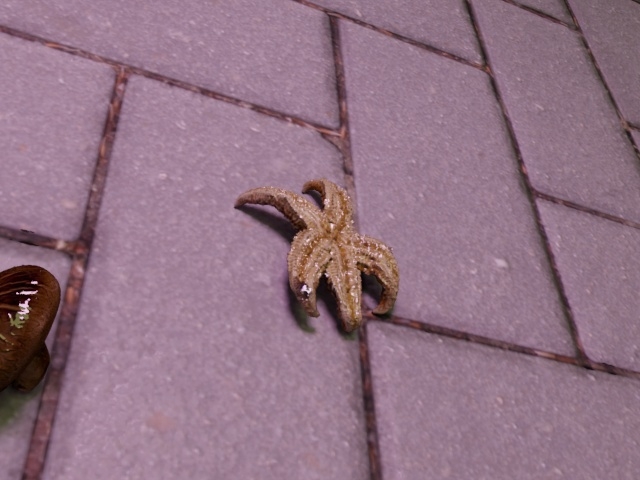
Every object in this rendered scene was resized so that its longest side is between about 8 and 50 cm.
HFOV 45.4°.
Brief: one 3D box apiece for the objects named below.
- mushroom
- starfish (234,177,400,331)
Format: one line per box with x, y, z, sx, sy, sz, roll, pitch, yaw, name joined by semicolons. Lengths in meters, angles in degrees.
-0.276;0.077;0.667;0.085;0.109;0.126;11;30;-16;mushroom
0.001;-0.002;0.937;0.216;0.071;0.238;25;36;-17;starfish
